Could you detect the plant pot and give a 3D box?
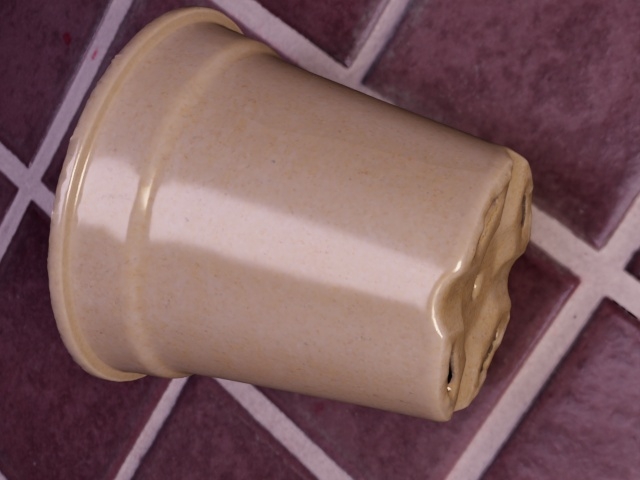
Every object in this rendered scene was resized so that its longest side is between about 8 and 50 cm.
[{"bbox_3d":[0.000,0.000,0.980,0.305,0.334,0.334,16,97,20],"label":"plant pot"}]
